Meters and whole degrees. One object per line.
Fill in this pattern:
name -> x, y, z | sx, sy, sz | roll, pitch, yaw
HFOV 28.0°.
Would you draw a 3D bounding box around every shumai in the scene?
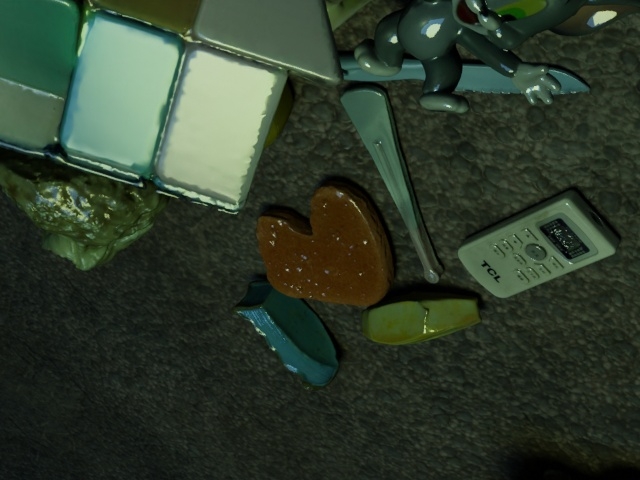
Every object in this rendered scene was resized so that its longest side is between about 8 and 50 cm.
shumai -> -0.315, -0.051, 1.648 | 0.256, 0.189, 0.218 | 25, 140, 20

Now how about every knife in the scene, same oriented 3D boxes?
knife -> 0.127, -0.171, 1.337 | 0.313, 0.019, 0.044 | 7, 142, 29

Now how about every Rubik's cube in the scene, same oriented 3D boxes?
Rubik's cube -> -0.140, -0.234, 1.203 | 0.387, 0.368, 0.358 | 17, -175, -7

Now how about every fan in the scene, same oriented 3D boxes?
fan -> 0.095, -0.060, 1.474 | 0.057, 0.023, 0.282 | -6, 127, 29

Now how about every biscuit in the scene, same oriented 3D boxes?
biscuit -> 0.000, 0.000, 1.594 | 0.192, 0.036, 0.186 | 5, 131, 33

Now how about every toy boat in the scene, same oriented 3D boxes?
toy boat -> 0.119, 0.095, 1.590 | 0.172, 0.066, 0.065 | -10, 90, 41
toy boat -> -0.043, 0.133, 1.735 | 0.077, 0.075, 0.185 | -21, 121, 43

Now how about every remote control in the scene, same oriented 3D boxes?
remote control -> 0.238, 0.008, 1.436 | 0.087, 0.029, 0.190 | 46, 141, -14

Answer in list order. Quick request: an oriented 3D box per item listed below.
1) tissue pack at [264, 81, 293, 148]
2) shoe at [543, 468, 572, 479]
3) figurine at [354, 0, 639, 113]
tissue pack -> -0.131, -0.149, 1.458 | 0.178, 0.127, 0.123 | -3, 127, 37
shoe -> 0.347, 0.392, 1.676 | 0.351, 0.172, 0.198 | 6, 174, 6
figurine -> 0.154, -0.208, 1.182 | 0.193, 0.140, 0.265 | 48, 147, -7
